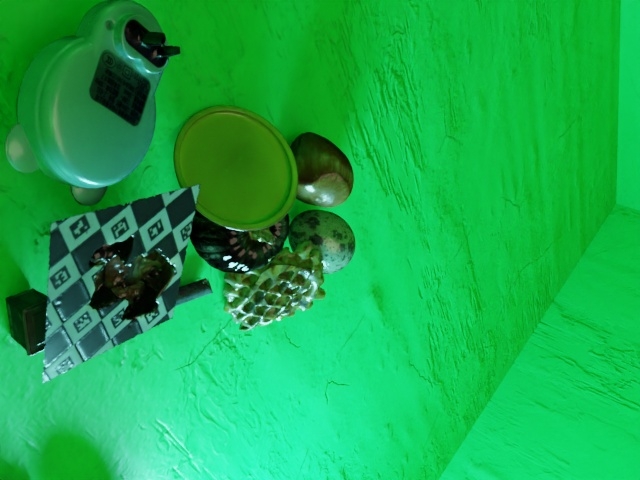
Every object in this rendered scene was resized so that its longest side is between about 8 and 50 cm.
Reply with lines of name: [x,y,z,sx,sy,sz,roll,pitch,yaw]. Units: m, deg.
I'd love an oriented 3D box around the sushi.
sushi: [-0.333,0.048,1.264,0.292,0.059,0.294,-25,139,-51]

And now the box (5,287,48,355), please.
box: [-0.440,0.120,1.224,0.060,0.063,0.085,-26,131,-42]

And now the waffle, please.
waffle: [-0.093,0.104,1.638,0.223,0.054,0.204,-20,142,-10]

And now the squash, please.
squash: [-0.146,-0.031,1.462,0.193,0.156,0.193,-2,95,-21]

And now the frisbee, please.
frisbee: [-0.145,-0.126,1.393,0.236,0.017,0.236,10,69,-27]

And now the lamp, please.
lamp: [-0.313,-0.202,1.120,0.284,0.147,0.209,-55,148,-1]

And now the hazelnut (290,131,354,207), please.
hazelnut: [-0.002,-0.144,1.611,0.150,0.150,0.150,-32,134,-40]

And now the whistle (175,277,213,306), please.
whistle: [-0.270,0.106,1.482,0.176,0.033,0.033,-19,125,-47]

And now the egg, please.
egg: [0.000,0.000,1.704,0.172,0.132,0.132,34,82,-45]
